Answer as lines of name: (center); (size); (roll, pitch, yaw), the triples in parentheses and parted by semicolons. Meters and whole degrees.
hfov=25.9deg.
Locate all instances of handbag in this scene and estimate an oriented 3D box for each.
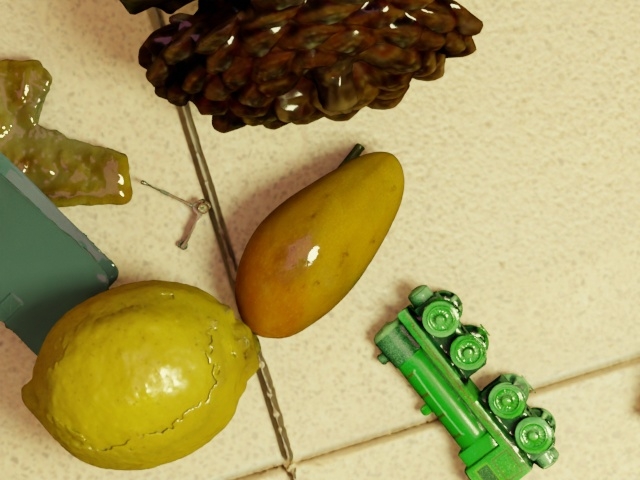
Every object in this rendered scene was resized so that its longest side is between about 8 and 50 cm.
handbag: (-0.347, 0.012, 1.555); (0.221, 0.057, 0.144); (43, 105, -8)

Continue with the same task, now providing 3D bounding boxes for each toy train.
toy train: (0.164, 0.169, 1.578); (0.119, 0.085, 0.251); (-40, 86, 12)

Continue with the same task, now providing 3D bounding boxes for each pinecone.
pinecone: (-0.022, -0.304, 1.439); (0.398, 0.398, 0.397); (0, 88, -2)

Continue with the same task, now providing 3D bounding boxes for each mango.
mango: (0.000, 0.000, 1.548); (0.253, 0.138, 0.113); (-49, 48, -4)

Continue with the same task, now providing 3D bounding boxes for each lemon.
lemon: (-0.191, 0.144, 1.500); (0.260, 0.204, 0.204); (-15, 88, -5)

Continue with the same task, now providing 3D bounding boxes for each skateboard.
skateboard: (-0.175, -0.034, 1.596); (0.083, 0.032, 0.063); (29, 97, -4)

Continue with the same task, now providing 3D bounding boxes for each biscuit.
biscuit: (-0.310, -0.122, 1.587); (0.174, 0.039, 0.183); (-7, 89, -1)

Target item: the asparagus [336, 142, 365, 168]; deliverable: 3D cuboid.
asparagus: (-0.003, -0.047, 1.607); (0.016, 0.016, 0.163); (40, 87, -22)
